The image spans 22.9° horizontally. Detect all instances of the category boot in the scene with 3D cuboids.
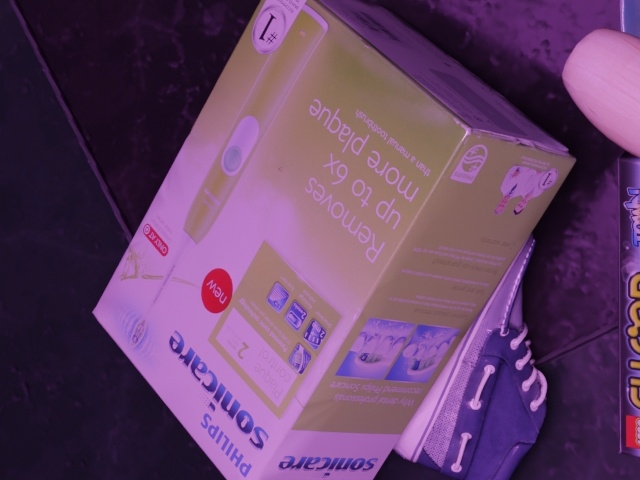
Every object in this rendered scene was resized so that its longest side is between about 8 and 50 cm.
[{"bbox_3d":[0.125,0.080,1.079,0.086,0.069,0.190,25,108,5],"label":"boot"}]

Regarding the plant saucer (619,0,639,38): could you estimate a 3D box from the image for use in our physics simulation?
[{"bbox_3d":[0.343,-0.146,0.959,0.318,0.044,0.317,3,98,24],"label":"plant saucer"}]

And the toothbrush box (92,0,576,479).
[{"bbox_3d":[0.000,0.000,1.052,0.206,0.122,0.283,46,115,37],"label":"toothbrush box"}]

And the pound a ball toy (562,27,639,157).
[{"bbox_3d":[0.219,-0.160,0.814,0.136,0.319,0.208,38,110,16],"label":"pound a ball toy"}]

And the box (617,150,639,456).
[{"bbox_3d":[0.247,0.045,0.998,0.114,0.036,0.207,8,113,28],"label":"box"}]
